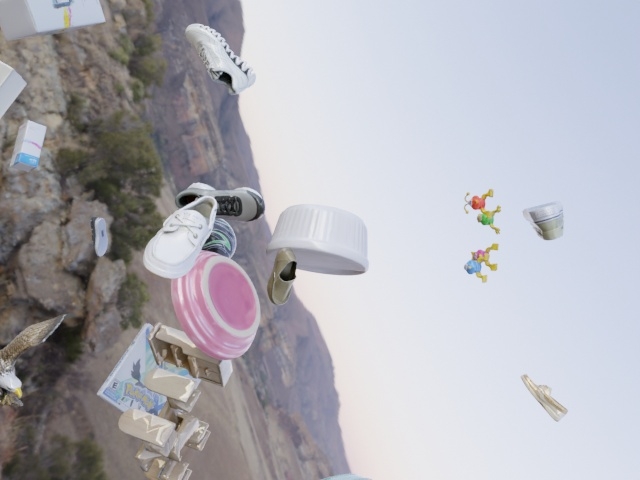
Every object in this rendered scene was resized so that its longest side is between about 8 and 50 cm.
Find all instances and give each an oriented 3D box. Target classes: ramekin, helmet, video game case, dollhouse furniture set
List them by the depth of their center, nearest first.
[{"bbox_3d":[0.000,0.000,1.408,0.273,0.273,0.127,99,1,-75],"label":"ramekin"},{"bbox_3d":[-0.474,0.486,1.660,0.362,0.256,0.394,93,17,-48],"label":"dollhouse furniture set"},{"bbox_3d":[-0.379,0.000,1.913,0.169,0.161,0.169,176,-90,-72],"label":"helmet"},{"bbox_3d":[-0.612,0.524,2.011,0.036,0.300,0.329,-8,-47,42],"label":"video game case"}]

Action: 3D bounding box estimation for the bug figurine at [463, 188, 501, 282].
[{"bbox_3d":[0.487,-0.012,1.646,0.216,0.072,0.279,10,85,-58],"label":"bug figurine"}]

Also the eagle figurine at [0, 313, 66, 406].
[{"bbox_3d":[-0.743,0.272,1.262,0.226,0.225,0.298,-71,-178,-70],"label":"eagle figurine"}]

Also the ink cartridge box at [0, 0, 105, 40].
[{"bbox_3d":[-0.588,-0.511,1.160,0.128,0.176,0.127,3,-64,33],"label":"ink cartridge box"}]

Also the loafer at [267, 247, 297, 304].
[{"bbox_3d":[-0.088,0.091,1.264,0.050,0.056,0.148,44,-48,54],"label":"loafer"}]

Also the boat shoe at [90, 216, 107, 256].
[{"bbox_3d":[-0.762,-0.015,1.858,0.049,0.040,0.142,-38,140,-60],"label":"boat shoe"}]

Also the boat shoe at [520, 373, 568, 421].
[{"bbox_3d":[0.698,0.478,1.689,0.170,0.059,0.063,50,12,13],"label":"boat shoe"}]

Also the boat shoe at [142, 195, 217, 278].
[{"bbox_3d":[-0.276,-0.021,1.100,0.096,0.098,0.277,-60,-171,25],"label":"boat shoe"}]

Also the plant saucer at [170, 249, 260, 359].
[{"bbox_3d":[-0.282,0.173,1.564,0.332,0.084,0.332,47,29,-35],"label":"plant saucer"}]

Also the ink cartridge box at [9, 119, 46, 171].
[{"bbox_3d":[-0.811,-0.260,1.504,0.088,0.052,0.122,-5,-106,46],"label":"ink cartridge box"}]

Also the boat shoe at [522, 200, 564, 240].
[{"bbox_3d":[0.634,-0.054,1.535,0.302,0.109,0.094,-14,90,-65],"label":"boat shoe"}]

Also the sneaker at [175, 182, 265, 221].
[{"bbox_3d":[-0.278,-0.096,1.504,0.108,0.271,0.100,-38,132,-62],"label":"sneaker"}]

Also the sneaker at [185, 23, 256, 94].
[{"bbox_3d":[-0.363,-0.630,1.888,0.292,0.118,0.110,42,-30,-7],"label":"sneaker"}]

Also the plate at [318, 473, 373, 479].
[{"bbox_3d":[0.026,0.557,1.228,0.188,0.188,0.024,83,-5,-58],"label":"plate"}]

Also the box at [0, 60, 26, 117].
[{"bbox_3d":[-1.072,-0.437,1.722,0.094,0.275,0.113,31,-12,-2],"label":"box"}]
